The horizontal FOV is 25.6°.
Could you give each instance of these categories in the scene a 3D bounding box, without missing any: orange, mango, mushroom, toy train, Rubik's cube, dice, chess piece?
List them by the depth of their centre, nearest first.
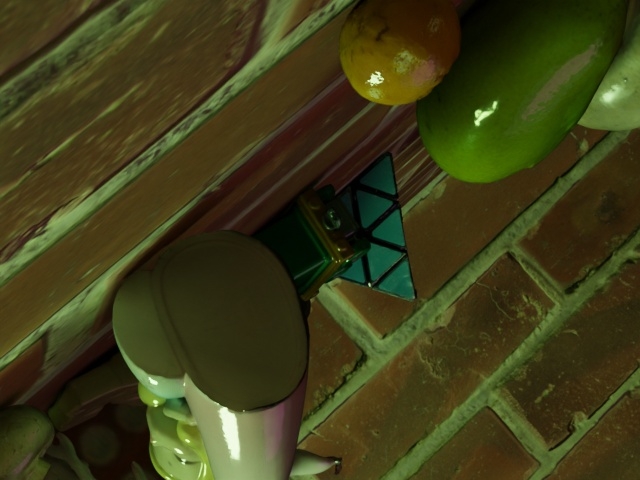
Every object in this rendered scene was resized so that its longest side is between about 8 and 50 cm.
[{"bbox_3d":[0.051,-0.124,0.887,0.083,0.070,0.083,-45,-179,1],"label":"orange"},{"bbox_3d":[-0.251,0.173,1.148,0.083,0.067,0.083,-52,-178,2],"label":"mushroom"},{"bbox_3d":[0.183,-0.156,1.355,0.185,0.149,0.273,-34,168,-17],"label":"mango"},{"bbox_3d":[-0.184,0.132,1.424,0.200,0.090,0.090,-24,165,-41],"label":"chess piece"},{"bbox_3d":[-0.233,0.256,1.500,0.175,0.174,0.179,-39,174,-25],"label":"dice"},{"bbox_3d":[0.319,-0.234,1.511,0.184,0.255,0.255,16,129,-45],"label":"mushroom"},{"bbox_3d":[-0.028,0.015,1.587,0.136,0.091,0.227,-30,173,-22],"label":"toy train"},{"bbox_3d":[0.000,0.000,1.957,0.178,0.211,0.190,-15,-172,-29],"label":"Rubik's cube"}]

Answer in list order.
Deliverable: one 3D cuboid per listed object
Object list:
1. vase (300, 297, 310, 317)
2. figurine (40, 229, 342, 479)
[{"bbox_3d":[-0.117,0.147,1.831,0.301,0.156,0.251,-54,-175,43],"label":"vase"},{"bbox_3d":[-0.108,0.138,1.191,0.206,0.284,0.315,-37,146,-36],"label":"figurine"}]
